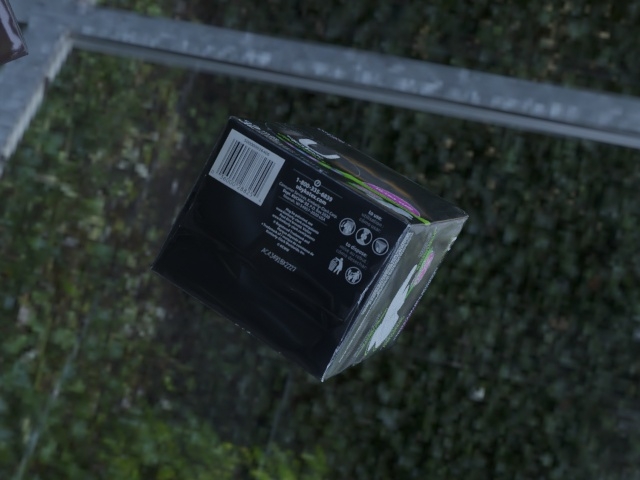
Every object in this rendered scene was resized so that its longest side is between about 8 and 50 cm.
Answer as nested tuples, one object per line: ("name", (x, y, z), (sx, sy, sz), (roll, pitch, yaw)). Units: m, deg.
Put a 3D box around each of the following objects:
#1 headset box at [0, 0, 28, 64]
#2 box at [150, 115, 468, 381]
("headset box", (-0.342, -0.158, 0.700), (0.110, 0.293, 0.218), (87, -23, -65))
("box", (0.000, 0.000, 0.385), (0.052, 0.062, 0.083), (-61, 166, 11))
